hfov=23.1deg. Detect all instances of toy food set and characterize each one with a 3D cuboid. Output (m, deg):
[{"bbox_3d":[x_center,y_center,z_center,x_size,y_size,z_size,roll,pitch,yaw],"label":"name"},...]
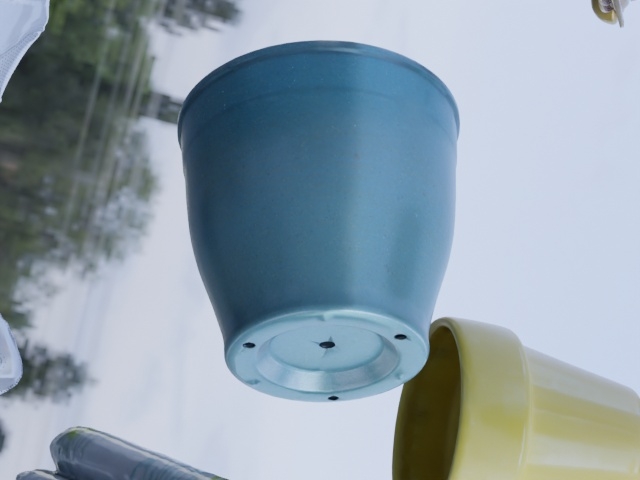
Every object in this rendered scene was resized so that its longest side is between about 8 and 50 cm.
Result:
[{"bbox_3d":[0.278,-0.278,1.558,0.192,0.038,0.132,-48,124,-69],"label":"toy food set"}]

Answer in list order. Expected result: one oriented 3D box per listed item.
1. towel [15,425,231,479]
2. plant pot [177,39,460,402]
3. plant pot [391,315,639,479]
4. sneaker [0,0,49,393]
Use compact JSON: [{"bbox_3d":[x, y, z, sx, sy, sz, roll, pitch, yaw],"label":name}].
[{"bbox_3d":[-0.014,0.253,0.938,0.090,0.320,0.374,-52,-158,-17],"label":"towel"},{"bbox_3d":[0.000,0.000,1.437,0.272,0.271,0.255,124,-29,-54],"label":"plant pot"},{"bbox_3d":[0.230,0.229,1.782,0.254,0.239,0.254,-169,-90,-77],"label":"plant pot"},{"bbox_3d":[-0.267,-0.012,1.104,0.366,0.210,0.137,-51,-167,-6],"label":"sneaker"}]
